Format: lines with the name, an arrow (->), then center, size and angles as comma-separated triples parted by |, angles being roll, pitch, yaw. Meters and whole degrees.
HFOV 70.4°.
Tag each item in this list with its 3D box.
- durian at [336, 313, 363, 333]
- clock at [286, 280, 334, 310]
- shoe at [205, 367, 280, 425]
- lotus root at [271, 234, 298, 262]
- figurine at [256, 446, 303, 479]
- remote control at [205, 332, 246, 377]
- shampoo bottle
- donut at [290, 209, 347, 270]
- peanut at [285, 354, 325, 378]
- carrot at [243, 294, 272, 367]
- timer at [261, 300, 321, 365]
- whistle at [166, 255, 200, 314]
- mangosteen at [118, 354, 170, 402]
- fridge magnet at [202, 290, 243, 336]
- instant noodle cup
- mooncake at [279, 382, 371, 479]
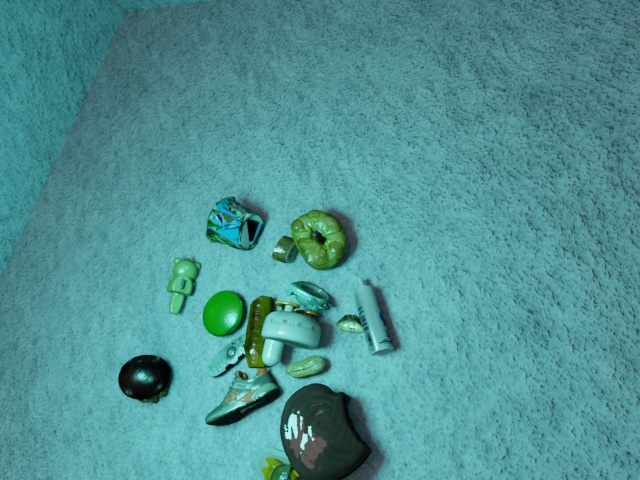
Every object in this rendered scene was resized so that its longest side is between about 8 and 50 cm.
durian -> 0.121, 0.328, 1.806 | 0.131, 0.052, 0.066 | 6, 111, 29
clock -> -0.036, 0.232, 1.845 | 0.189, 0.148, 0.060 | 30, 103, 27
shoe -> -0.335, 0.617, 1.839 | 0.337, 0.132, 0.171 | -30, 56, 8
lotus root -> -0.154, 0.042, 1.990 | 0.081, 0.112, 0.122 | 24, 80, 22
figurine -> -0.163, 0.859, 1.652 | 0.250, 0.141, 0.166 | 15, 78, 28
remote control -> -0.386, 0.496, 1.953 | 0.256, 0.045, 0.097 | -37, 62, 3
shampoo bottle -> 0.193, 0.285, 1.753 | 0.092, 0.092, 0.303 | -23, 61, 14
donut -> 0.000, 0.000, 1.911 | 0.209, 0.128, 0.261 | -22, 65, -5
peanut -> -0.058, 0.499, 1.789 | 0.175, 0.080, 0.080 | -20, 63, 21
carrot -> -0.259, 0.380, 1.900 | 0.114, 0.114, 0.301 | -9, 63, 21
timer -> -0.120, 0.377, 1.772 | 0.234, 0.233, 0.240 | 3, 67, 25
whistle -> -0.658, 0.208, 2.147 | 0.106, 0.131, 0.288 | -22, 53, 60
mangosteen -> -0.775, 0.610, 1.994 | 0.216, 0.216, 0.216 | -9, 67, 21
fridge magnet -> -0.431, 0.324, 2.014 | 0.208, 0.088, 0.207 | -9, 65, 20
instant noodle cup -> -0.385, -0.065, 2.084 | 0.178, 0.240, 0.240 | 22, 80, 22
mooncake -> 0.016, 0.686, 1.602 | 0.334, 0.174, 0.325 | 8, 61, 13
